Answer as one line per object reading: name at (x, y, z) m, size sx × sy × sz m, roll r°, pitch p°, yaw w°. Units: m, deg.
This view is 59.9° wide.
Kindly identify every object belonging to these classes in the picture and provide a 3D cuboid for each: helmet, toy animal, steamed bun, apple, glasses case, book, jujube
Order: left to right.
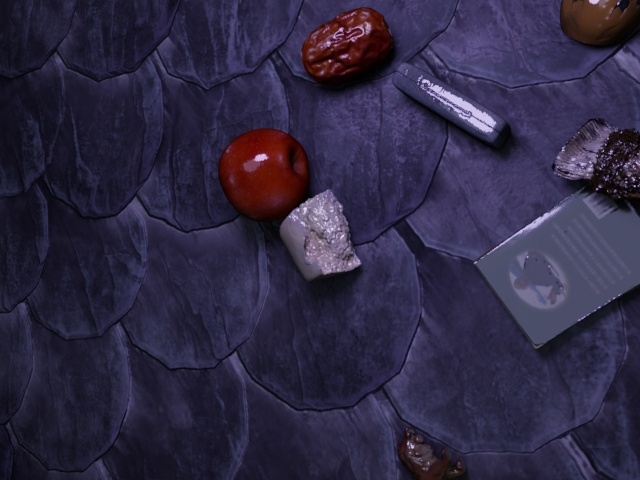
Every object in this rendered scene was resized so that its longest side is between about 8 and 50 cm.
apple at (-0.148, -0.185, 1.547) m, size 0.217 × 0.260 × 0.260 m, roll -18°, pitch 80°, yaw 27°
steamed bun at (0.000, 0.000, 1.515) m, size 0.200 × 0.170 × 0.225 m, roll -34°, pitch 76°, yaw 14°
jujube at (0.072, -0.521, 1.507) m, size 0.251 × 0.174 × 0.174 m, roll -17°, pitch 81°, yaw 19°
toy animal at (0.297, 0.621, 1.403) m, size 0.158 × 0.097 × 0.312 m, roll -25°, pitch 80°, yaw 34°
glasses case at (0.328, -0.340, 1.402) m, size 0.323 × 0.131 × 0.074 m, roll 38°, pitch 103°, yaw 21°
book at (0.591, 0.051, 1.318) m, size 0.371 × 0.043 × 0.260 m, roll -37°, pitch 71°, yaw 17°
helmet at (0.654, -0.568, 1.270) m, size 0.199 × 0.130 × 0.224 m, roll 25°, pitch 96°, yaw 20°

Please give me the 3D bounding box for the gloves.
gloves at (0.689, -0.167, 1.209) m, size 0.312 × 0.210 × 0.135 m, roll 37°, pitch 143°, yaw 45°
